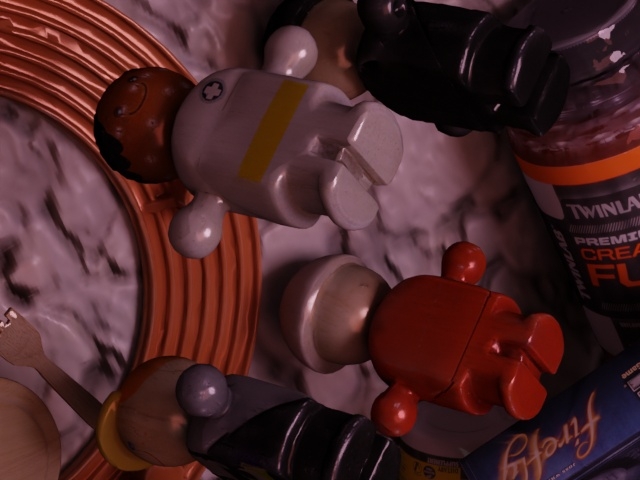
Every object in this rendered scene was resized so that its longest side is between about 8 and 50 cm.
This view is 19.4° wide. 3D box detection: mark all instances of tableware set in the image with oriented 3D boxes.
[{"bbox_3d":[-0.189,0.065,0.804,0.128,0.039,0.194,-51,127,-17],"label":"tableware set"}]

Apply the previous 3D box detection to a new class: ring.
[{"bbox_3d":[-0.177,0.040,0.840,0.336,0.032,0.337,-8,109,-25],"label":"ring"}]

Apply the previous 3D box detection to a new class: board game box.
[{"bbox_3d":[0.190,0.124,0.963,0.165,0.042,0.243,-35,144,8],"label":"board game box"}]

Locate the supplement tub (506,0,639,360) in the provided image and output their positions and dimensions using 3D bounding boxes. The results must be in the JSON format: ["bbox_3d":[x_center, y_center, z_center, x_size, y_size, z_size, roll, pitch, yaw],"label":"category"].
[{"bbox_3d":[0.158,-0.032,0.942,0.106,0.106,0.198,-35,117,-13],"label":"supplement tub"}]

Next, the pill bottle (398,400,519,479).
[{"bbox_3d":[0.073,0.145,0.977,0.065,0.065,0.116,-10,110,-23],"label":"pill bottle"}]

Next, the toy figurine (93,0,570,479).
[{"bbox_3d":[0.000,0.000,0.820,0.209,0.148,0.213,-28,123,-47],"label":"toy figurine"}]
